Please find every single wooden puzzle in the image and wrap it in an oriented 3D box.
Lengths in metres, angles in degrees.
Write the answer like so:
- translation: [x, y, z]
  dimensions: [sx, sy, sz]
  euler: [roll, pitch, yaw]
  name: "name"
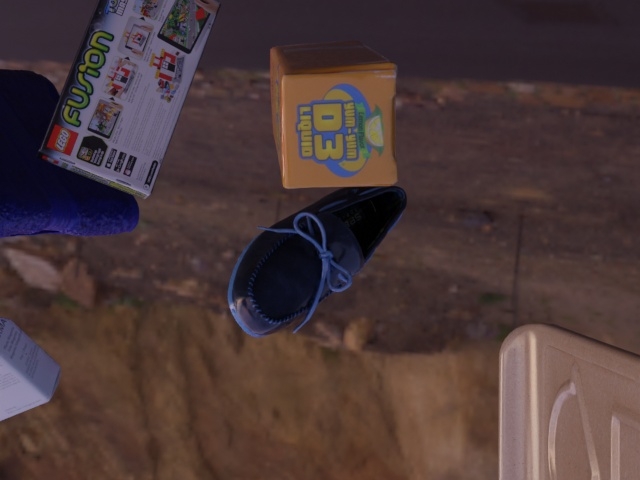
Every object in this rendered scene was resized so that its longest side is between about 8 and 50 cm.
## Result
- translation: [0.213, 0.229, 0.773]
  dimensions: [0.080, 0.322, 0.348]
  euler: [-1, -177, -12]
  name: "wooden puzzle"

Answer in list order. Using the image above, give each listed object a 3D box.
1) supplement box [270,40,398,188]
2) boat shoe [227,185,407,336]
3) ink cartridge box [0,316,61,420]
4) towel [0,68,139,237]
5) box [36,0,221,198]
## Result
- translation: [0.005, -0.094, 0.827]
  dimensions: [0.080, 0.078, 0.233]
  euler: [-3, -167, -5]
  name: "supplement box"
- translation: [0.000, 0.000, 1.201]
  dimensions: [0.089, 0.109, 0.258]
  euler: [-21, -160, 41]
  name: "boat shoe"
- translation: [-0.418, 0.113, 1.236]
  dimensions: [0.189, 0.066, 0.232]
  euler: [-23, 123, 21]
  name: "ink cartridge box"
- translation: [-0.343, -0.085, 1.193]
  dimensions: [0.076, 0.228, 0.308]
  euler: [-45, 162, 21]
  name: "towel"
- translation: [-0.184, -0.157, 1.145]
  dimensions: [0.114, 0.207, 0.036]
  euler: [22, 169, -14]
  name: "box"
